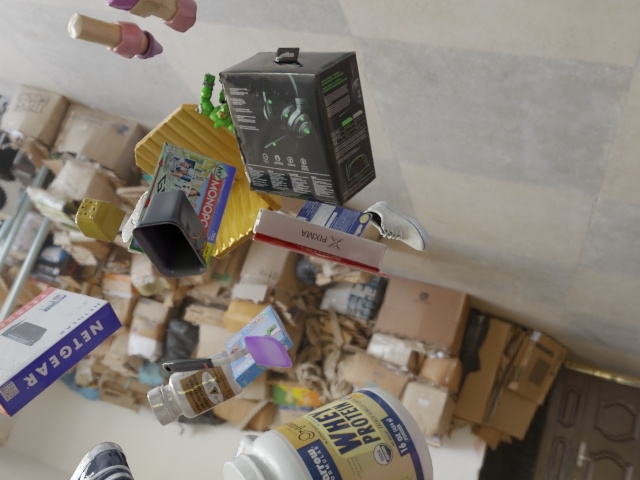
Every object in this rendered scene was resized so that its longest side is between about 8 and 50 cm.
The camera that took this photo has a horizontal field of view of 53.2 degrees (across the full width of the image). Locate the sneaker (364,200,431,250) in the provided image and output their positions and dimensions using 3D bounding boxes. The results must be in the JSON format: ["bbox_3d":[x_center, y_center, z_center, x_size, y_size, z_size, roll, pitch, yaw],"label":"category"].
[{"bbox_3d":[0.239,-0.034,2.026,0.258,0.091,0.094,38,144,42],"label":"sneaker"}]

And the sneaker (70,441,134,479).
[{"bbox_3d":[-0.401,0.503,1.084,0.099,0.282,0.153,29,173,-34],"label":"sneaker"}]

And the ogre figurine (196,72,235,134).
[{"bbox_3d":[-0.257,-0.371,1.787,0.197,0.118,0.097,36,163,-28],"label":"ogre figurine"}]

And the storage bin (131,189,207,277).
[{"bbox_3d":[-0.233,-0.017,1.049,0.098,0.091,0.135,-7,140,13],"label":"storage bin"}]

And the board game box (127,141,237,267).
[{"bbox_3d":[-0.376,-0.089,1.760,0.214,0.317,0.046,19,163,-16],"label":"board game box"}]

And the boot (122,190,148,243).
[{"bbox_3d":[-0.521,-0.073,2.111,0.176,0.088,0.244,12,131,-42],"label":"boot"}]

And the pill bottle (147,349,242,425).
[{"bbox_3d":[-0.338,0.402,1.723,0.229,0.131,0.131,-25,169,-9],"label":"pill bottle"}]

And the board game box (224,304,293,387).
[{"bbox_3d":[-0.158,0.260,1.602,0.039,0.160,0.211,50,179,-22],"label":"board game box"}]

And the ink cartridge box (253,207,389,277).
[{"bbox_3d":[0.000,0.000,1.416,0.297,0.066,0.261,16,-178,-6],"label":"ink cartridge box"}]

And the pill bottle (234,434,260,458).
[{"bbox_3d":[-0.137,0.559,1.338,0.153,0.264,0.153,18,170,3],"label":"pill bottle"}]

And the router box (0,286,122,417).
[{"bbox_3d":[-0.720,0.261,1.600,0.301,0.335,0.082,5,126,40],"label":"router box"}]

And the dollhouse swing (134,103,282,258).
[{"bbox_3d":[-0.357,-0.169,1.904,0.347,0.315,0.305,-33,141,26],"label":"dollhouse swing"}]

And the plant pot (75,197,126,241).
[{"bbox_3d":[-0.516,-0.055,1.476,0.082,0.081,0.083,10,157,15],"label":"plant pot"}]

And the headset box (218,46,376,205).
[{"bbox_3d":[-0.044,-0.233,1.254,0.247,0.131,0.282,11,127,37],"label":"headset box"}]

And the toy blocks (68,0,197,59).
[{"bbox_3d":[-0.282,-0.507,1.135,0.309,0.288,0.260,-26,167,33],"label":"toy blocks"}]

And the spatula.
[{"bbox_3d":[-0.202,0.246,1.327,0.297,0.030,0.084,-12,118,18],"label":"spatula"}]

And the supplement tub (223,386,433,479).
[{"bbox_3d":[0.012,0.416,1.125,0.317,0.228,0.228,-18,-177,-27],"label":"supplement tub"}]

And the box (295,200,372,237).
[{"bbox_3d":[0.028,-0.039,1.831,0.225,0.136,0.036,16,151,31],"label":"box"}]
